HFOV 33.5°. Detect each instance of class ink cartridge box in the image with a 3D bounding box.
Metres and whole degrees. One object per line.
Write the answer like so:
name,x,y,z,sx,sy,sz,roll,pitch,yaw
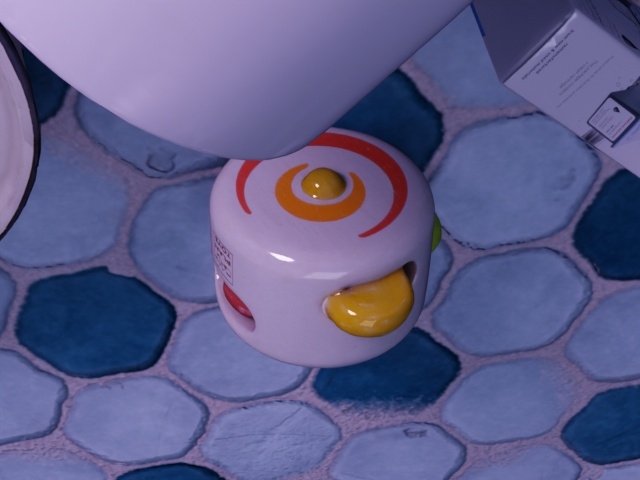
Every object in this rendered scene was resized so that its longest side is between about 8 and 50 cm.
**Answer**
ink cartridge box,0.218,-0.142,0.838,0.190,0.140,0.082,26,125,-28

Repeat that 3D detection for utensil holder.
utensil holder,0.009,-0.276,0.564,0.327,0.328,0.385,29,128,-29

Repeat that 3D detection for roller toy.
roller toy,0.000,0.000,0.916,0.191,0.209,0.146,12,134,11

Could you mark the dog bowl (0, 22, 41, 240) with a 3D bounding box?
dog bowl,-0.405,-0.134,0.770,0.408,0.150,0.408,-3,136,-3
